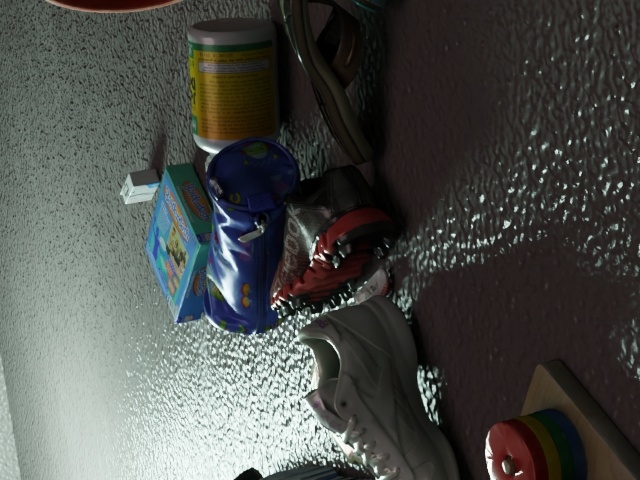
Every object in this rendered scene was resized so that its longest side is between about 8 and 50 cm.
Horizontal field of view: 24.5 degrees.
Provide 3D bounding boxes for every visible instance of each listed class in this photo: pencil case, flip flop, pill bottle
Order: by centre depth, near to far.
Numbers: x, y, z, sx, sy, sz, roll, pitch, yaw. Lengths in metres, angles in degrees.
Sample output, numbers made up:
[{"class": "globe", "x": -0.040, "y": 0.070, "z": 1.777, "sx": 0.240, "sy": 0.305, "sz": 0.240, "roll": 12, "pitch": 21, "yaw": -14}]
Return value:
[{"class": "flip flop", "x": 0.017, "y": -0.211, "z": 1.683, "sx": 0.112, "sy": 0.080, "sz": 0.277, "roll": -113, "pitch": -2, "yaw": -61}, {"class": "pencil case", "x": -0.092, "y": 0.005, "z": 1.930, "sx": 0.306, "sy": 0.119, "sz": 0.133, "roll": 97, "pitch": 166, "yaw": -51}, {"class": "pill bottle", "x": -0.112, "y": -0.182, "z": 1.948, "sx": 0.117, "sy": 0.118, "sz": 0.208, "roll": 31, "pitch": 127, "yaw": 58}]

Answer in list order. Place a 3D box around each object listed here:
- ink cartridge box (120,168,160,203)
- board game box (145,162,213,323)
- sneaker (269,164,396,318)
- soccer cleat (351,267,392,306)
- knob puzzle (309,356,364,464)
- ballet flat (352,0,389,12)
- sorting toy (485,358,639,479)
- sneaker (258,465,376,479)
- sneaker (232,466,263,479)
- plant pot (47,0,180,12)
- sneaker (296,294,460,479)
[{"class": "ink cartridge box", "x": -0.302, "y": -0.087, "z": 2.464, "sx": 0.028, "sy": 0.048, "sz": 0.083, "roll": 71, "pitch": 155, "yaw": 18}, {"class": "board game box", "x": -0.215, "y": 0.006, "z": 2.319, "sx": 0.160, "sy": 0.047, "sz": 0.210, "roll": 64, "pitch": 151, "yaw": 30}, {"class": "sneaker", "x": 0.001, "y": 0.000, "z": 1.809, "sx": 0.276, "sy": 0.098, "sz": 0.135, "roll": -52, "pitch": 54, "yaw": 55}, {"class": "soccer cleat", "x": 0.061, "y": 0.063, "z": 1.778, "sx": 0.029, "sy": 0.036, "sz": 0.083, "roll": 66, "pitch": 152, "yaw": 27}, {"class": "knob puzzle", "x": 0.026, "y": 0.199, "z": 1.912, "sx": 0.213, "sy": 0.030, "sz": 0.213, "roll": 36, "pitch": 132, "yaw": 56}, {"class": "ballet flat", "x": 0.032, "y": -0.313, "z": 1.679, "sx": 0.188, "sy": 0.070, "sz": 0.070, "roll": 40, "pitch": 135, "yaw": 51}, {"class": "sorting toy", "x": 0.233, "y": 0.298, "z": 1.446, "sx": 0.255, "sy": 0.089, "sz": 0.257, "roll": 54, "pitch": 145, "yaw": 42}, {"class": "sneaker", "x": 0.022, "y": 0.405, "z": 1.914, "sx": 0.315, "sy": 0.127, "sz": 0.182, "roll": -178, "pitch": 75, "yaw": -71}, {"class": "sneaker", "x": -0.100, "y": 0.525, "z": 2.237, "sx": 0.182, "sy": 0.158, "sz": 0.410, "roll": 22, "pitch": 123, "yaw": 25}, {"class": "plant pot", "x": -0.282, "y": -0.491, "z": 2.045, "sx": 0.272, "sy": 0.272, "sz": 0.265, "roll": 143, "pitch": 122, "yaw": -62}, {"class": "sneaker", "x": 0.061, "y": 0.220, "z": 1.705, "sx": 0.114, "sy": 0.152, "sz": 0.305, "roll": -46, "pitch": 60, "yaw": 57}]
